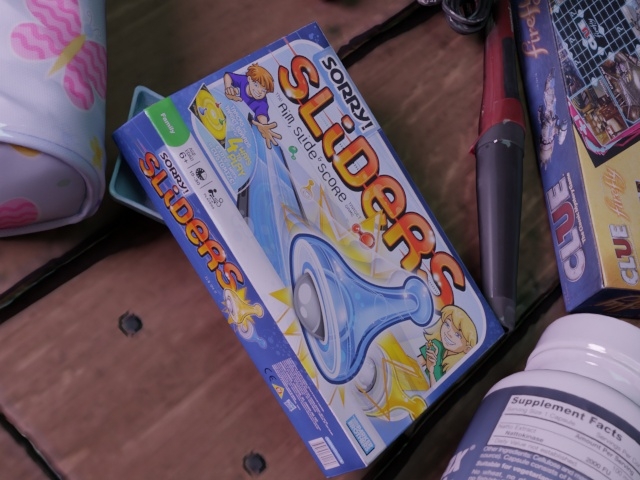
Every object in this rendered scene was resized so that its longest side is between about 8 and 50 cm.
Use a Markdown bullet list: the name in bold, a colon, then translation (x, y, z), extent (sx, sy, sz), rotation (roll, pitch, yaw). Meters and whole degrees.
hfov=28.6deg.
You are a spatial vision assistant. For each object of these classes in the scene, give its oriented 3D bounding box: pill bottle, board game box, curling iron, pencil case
- **pill bottle**: translation (0.117, 0.129, 0.637), extent (0.108, 0.108, 0.180), rotation (37, 55, -4)
- **board game box**: translation (0.000, 0.000, 0.648), extent (0.136, 0.035, 0.201), rotation (-37, 97, -43)
- **curling iron**: translation (0.097, -0.067, 0.770), extent (0.068, 0.035, 0.274), rotation (8, 61, -18)
- **board game box**: translation (0.218, -0.066, 0.822), extent (0.165, 0.042, 0.243), rotation (6, 63, -23)
- **pencil case**: translation (-0.168, -0.138, 0.630), extent (0.124, 0.113, 0.273), rotation (21, 55, -48)

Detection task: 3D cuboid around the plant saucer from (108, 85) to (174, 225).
- **plant saucer**: translation (-0.026, -0.011, 0.670), extent (0.192, 0.018, 0.067), rotation (26, 57, -27)
